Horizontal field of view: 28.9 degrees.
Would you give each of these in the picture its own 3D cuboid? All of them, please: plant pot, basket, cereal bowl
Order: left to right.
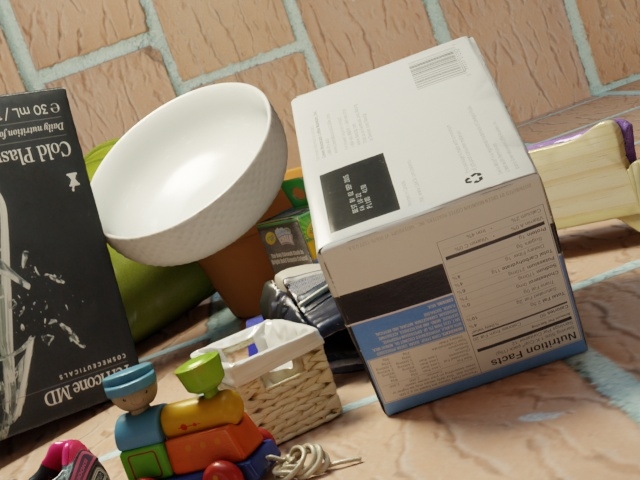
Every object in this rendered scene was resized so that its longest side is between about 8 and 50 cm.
[{"bbox_3d":[-0.385,0.049,2.263,0.366,0.366,0.353,-16,21,28],"label":"plant pot"},{"bbox_3d":[-0.191,-0.086,1.952,0.339,0.141,0.339,-21,39,18],"label":"cereal bowl"},{"bbox_3d":[-0.060,0.158,1.381,0.113,0.103,0.167,-23,7,-19],"label":"basket"},{"bbox_3d":[-0.090,0.005,2.163,0.291,0.203,0.291,-20,9,3],"label":"plant pot"}]

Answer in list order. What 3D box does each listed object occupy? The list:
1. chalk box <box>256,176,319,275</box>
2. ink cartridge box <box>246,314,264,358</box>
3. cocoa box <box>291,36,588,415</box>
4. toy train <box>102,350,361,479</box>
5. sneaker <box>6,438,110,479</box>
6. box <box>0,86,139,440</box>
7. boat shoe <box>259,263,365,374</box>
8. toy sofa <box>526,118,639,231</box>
[{"bbox_3d":[0.000,0.000,1.932,0.132,0.213,0.132,-24,9,-32],"label":"chalk box"},{"bbox_3d":[0.022,0.094,1.745,0.332,0.065,0.165,-26,5,-37],"label":"ink cartridge box"},{"bbox_3d":[0.119,-0.025,1.350,0.231,0.228,0.347,-19,31,6],"label":"cocoa box"},{"bbox_3d":[-0.092,0.171,1.209,0.248,0.143,0.105,-17,8,23],"label":"toy train"},{"bbox_3d":[-0.317,0.284,1.107,0.299,0.112,0.121,-27,10,-39],"label":"sneaker"},{"bbox_3d":[-0.568,0.062,1.771,0.297,0.472,0.480,-11,4,43],"label":"box"},{"bbox_3d":[0.109,0.080,1.555,0.340,0.127,0.158,-16,29,-18],"label":"boat shoe"},{"bbox_3d":[0.329,-0.069,1.731,0.362,0.177,0.150,-14,10,43],"label":"toy sofa"}]
